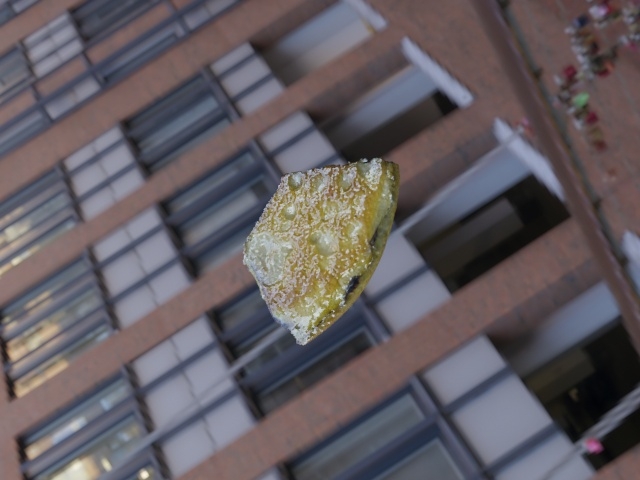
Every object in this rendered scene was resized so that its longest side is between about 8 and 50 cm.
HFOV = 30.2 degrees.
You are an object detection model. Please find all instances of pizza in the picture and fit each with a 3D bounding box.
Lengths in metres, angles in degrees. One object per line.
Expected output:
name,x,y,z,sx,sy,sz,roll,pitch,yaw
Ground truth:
pizza,0.000,0.000,0.927,0.099,0.160,0.036,28,180,16
